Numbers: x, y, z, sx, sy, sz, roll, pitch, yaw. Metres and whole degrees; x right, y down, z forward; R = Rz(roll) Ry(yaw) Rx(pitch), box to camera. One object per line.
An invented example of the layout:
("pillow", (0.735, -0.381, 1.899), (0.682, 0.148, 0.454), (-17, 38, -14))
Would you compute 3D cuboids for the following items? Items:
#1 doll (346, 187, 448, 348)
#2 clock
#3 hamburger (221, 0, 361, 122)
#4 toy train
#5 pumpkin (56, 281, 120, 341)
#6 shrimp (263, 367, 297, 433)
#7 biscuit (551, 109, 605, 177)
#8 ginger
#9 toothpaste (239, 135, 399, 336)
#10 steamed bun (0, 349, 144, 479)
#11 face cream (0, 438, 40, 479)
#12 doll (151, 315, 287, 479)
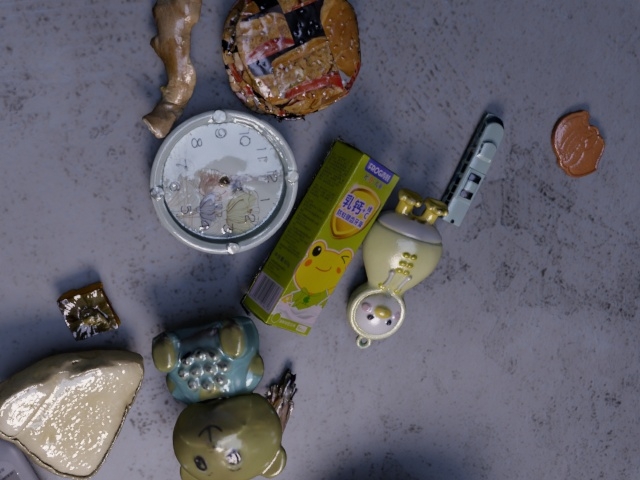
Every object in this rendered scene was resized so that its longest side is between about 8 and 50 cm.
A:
("doll", (0.126, 0.058, 1.238), (0.141, 0.117, 0.296), (15, 99, -17))
("clock", (-0.155, -0.095, 1.142), (0.236, 0.053, 0.236), (-6, 109, -17))
("hamburger", (-0.040, -0.295, 1.105), (0.231, 0.107, 0.231), (-3, 99, -21))
("toy train", (0.272, -0.128, 1.274), (0.043, 0.047, 0.207), (22, 98, -23))
("pumpkin", (-0.368, 0.115, 1.133), (0.074, 0.054, 0.083), (-21, 114, -7))
("shrimp", (-0.125, 0.315, 1.266), (0.152, 0.046, 0.219), (24, 96, -25))
("biscuit", (0.486, -0.179, 1.342), (0.102, 0.019, 0.130), (-35, 112, -5))
("ginger", (-0.221, -0.297, 1.065), (0.089, 0.075, 0.288), (15, 102, 12))
("toothpaste", (0.000, 0.000, 1.186), (0.110, 0.077, 0.327), (27, 95, -46))
("steamed bun", (-0.410, 0.250, 1.124), (0.212, 0.110, 0.231), (27, 92, -39))
("face cream", (-0.531, 0.387, 1.127), (0.144, 0.071, 0.291), (-34, 105, -32))
("doll", (-0.161, 0.262, 1.145), (0.177, 0.161, 0.260), (-13, 83, 4))
